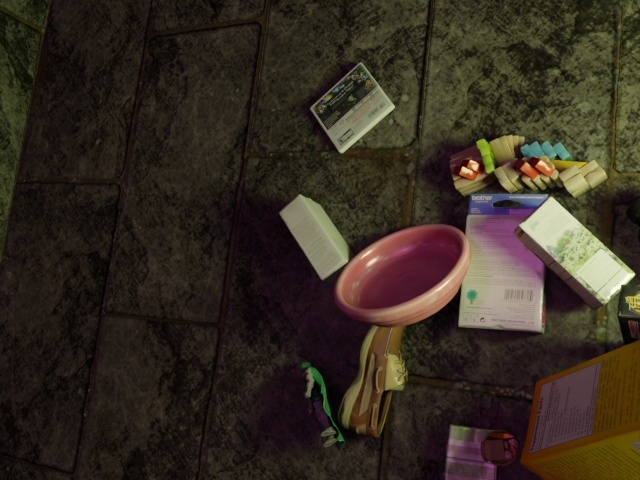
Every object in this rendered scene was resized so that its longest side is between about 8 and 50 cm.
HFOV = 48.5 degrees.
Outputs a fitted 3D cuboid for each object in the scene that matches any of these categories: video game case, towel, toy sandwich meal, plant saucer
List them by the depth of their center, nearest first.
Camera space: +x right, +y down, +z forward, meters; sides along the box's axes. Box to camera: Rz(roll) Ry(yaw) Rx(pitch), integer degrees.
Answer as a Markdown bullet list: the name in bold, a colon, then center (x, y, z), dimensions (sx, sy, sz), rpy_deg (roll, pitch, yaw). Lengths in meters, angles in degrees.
- **toy sandwich meal**: center (0.390, 0.451, 1.545), dimensions (0.086, 0.029, 0.085), rpy_deg (0, 79, 1)
- **towel**: center (0.333, 0.489, 1.568), dimensions (0.113, 0.023, 0.152), rpy_deg (5, 81, 6)
- **plant saucer**: center (0.194, 0.088, 1.636), dimensions (0.332, 0.084, 0.332), rpy_deg (-24, 25, 12)
- **video game case**: center (0.083, -0.358, 1.919), dimensions (0.190, 0.022, 0.173), rpy_deg (-40, 63, 17)

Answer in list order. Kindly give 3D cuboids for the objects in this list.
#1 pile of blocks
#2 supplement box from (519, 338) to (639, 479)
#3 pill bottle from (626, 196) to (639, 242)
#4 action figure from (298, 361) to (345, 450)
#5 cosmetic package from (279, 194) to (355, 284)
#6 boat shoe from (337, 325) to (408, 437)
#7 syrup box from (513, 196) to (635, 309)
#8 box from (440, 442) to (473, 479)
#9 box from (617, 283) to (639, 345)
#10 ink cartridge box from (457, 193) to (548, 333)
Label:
- **pile of blocks**: center (0.455, -0.181, 1.618), dimensions (0.362, 0.113, 0.148), rpy_deg (4, 81, 29)
- **supplement box**: center (0.563, 0.328, 1.274), dimensions (0.356, 0.195, 0.194), rpy_deg (-43, 15, 50)
- **pill bottle**: center (0.720, 0.002, 1.422), dimensions (0.123, 0.123, 0.219), rpy_deg (-39, 62, 17)
- **action figure**: center (-0.008, 0.390, 1.746), dimensions (0.064, 0.137, 0.232), rpy_deg (-15, 42, -9)
- **cosmetic package**: center (0.000, 0.000, 1.831), dimensions (0.085, 0.117, 0.231), rpy_deg (-42, 62, 14)
- **boat shoe**: center (0.151, 0.314, 1.686), dimensions (0.120, 0.122, 0.324), rpy_deg (23, 99, 26)
- **syrup box**: center (0.529, 0.027, 1.499), dimensions (0.093, 0.096, 0.237), rpy_deg (-44, 76, -2)
- **box**: center (0.310, 0.504, 1.602), dimensions (0.067, 0.018, 0.083), rpy_deg (4, 81, 30)
- **box**: center (0.709, 0.177, 1.291), dimensions (0.293, 0.295, 0.073), rpy_deg (2, 62, 28)
- **ink cartridge box**: center (0.420, 0.050, 1.616), dimensions (0.186, 0.065, 0.311), rpy_deg (1, 83, 28)
